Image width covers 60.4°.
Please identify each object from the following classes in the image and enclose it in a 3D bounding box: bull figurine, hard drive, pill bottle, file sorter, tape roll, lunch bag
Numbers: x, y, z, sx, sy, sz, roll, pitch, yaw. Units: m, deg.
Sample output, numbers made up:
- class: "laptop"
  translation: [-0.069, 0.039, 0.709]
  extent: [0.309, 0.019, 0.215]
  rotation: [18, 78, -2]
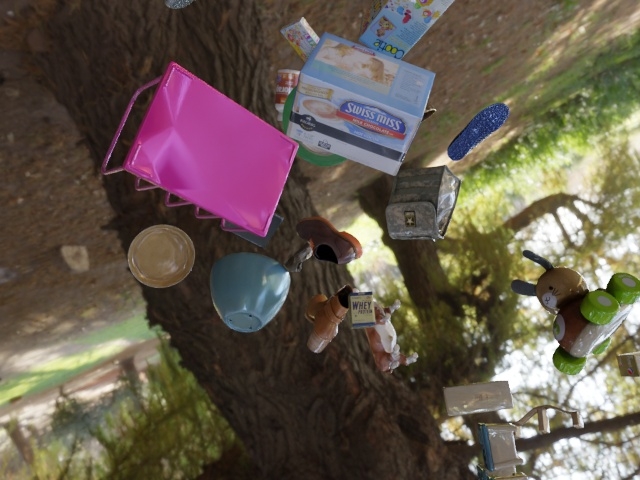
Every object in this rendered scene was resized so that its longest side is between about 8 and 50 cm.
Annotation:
- class: "bull figurine"
  translation: [0.201, 0.291, 1.829]
  extent: [0.101, 0.310, 0.188]
  rotation: [-20, 176, -30]
- class: "hard drive"
  translation: [-0.170, -0.048, 1.351]
  extent: [0.094, 0.135, 0.022]
  rotation: [-56, -149, 9]
- class: "pill bottle"
  translation: [-0.135, -0.629, 2.395]
  extent: [0.121, 0.216, 0.121]
  rotation: [5, -168, -1]
- class: "file sorter"
  translation: [-0.233, -0.156, 1.054]
  extent: [0.291, 0.202, 0.182]
  rotation: [28, 164, -36]
- class: "tape roll"
  translation: [0.018, -0.434, 1.999]
  extent: [0.321, 0.321, 0.077]
  rotation: [-28, -173, 33]
- class: "lunch bag"
  translation: [0.398, -0.137, 2.181]
  extent: [0.235, 0.287, 0.169]
  rotation: [0, 157, 43]

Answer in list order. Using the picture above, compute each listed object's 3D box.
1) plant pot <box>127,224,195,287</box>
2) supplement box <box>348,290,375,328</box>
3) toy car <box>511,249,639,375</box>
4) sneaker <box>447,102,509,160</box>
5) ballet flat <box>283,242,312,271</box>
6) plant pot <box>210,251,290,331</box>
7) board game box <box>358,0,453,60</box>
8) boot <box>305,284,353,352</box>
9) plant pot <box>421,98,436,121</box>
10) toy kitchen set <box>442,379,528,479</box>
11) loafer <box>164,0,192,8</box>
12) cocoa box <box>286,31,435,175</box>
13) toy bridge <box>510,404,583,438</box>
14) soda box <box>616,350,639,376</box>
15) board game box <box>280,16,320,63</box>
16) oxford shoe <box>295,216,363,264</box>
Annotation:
- class: "plant pot"
  translation: [-0.579, 0.055, 2.003]
  extent: [0.236, 0.236, 0.032]
  rotation: [-24, -158, -17]
- class: "supplement box"
  translation: [0.100, 0.171, 1.347]
  extent: [0.056, 0.083, 0.083]
  rotation: [-4, 167, -1]
- class: "toy car"
  translation: [0.409, 0.099, 0.936]
  extent: [0.149, 0.188, 0.155]
  rotation: [-23, 138, -31]
- class: "sneaker"
  translation: [0.492, -0.347, 1.738]
  extent: [0.232, 0.081, 0.090]
  rotation: [-42, -175, 20]
- class: "ballet flat"
  translation: [-0.066, 0.063, 1.898]
  extent: [0.084, 0.058, 0.250]
  rotation: [-43, 180, -28]
- class: "plant pot"
  translation: [-0.260, 0.207, 1.948]
  extent: [0.290, 0.195, 0.290]
  rotation: [2, 139, 2]
- class: "board game box"
  translation: [0.248, -0.667, 1.557]
  extent: [0.275, 0.144, 0.142]
  rotation: [-41, -150, 44]
- class: "boot"
  translation: [0.031, 0.223, 1.888]
  extent: [0.220, 0.109, 0.283]
  rotation: [-59, -172, 28]
- class: "plant pot"
  translation: [0.233, -0.481, 1.816]
  extent: [0.215, 0.230, 0.215]
  rotation: [-26, 179, 0]
- class: "toy kitchen set"
  translation: [0.311, 0.385, 1.077]
  extent: [0.122, 0.207, 0.166]
  rotation: [-7, 165, 5]
- class: "loafer"
  translation: [-0.261, -0.614, 1.207]
  extent: [0.251, 0.087, 0.094]
  rotation: [-26, -174, 20]
- class: "cocoa box"
  translation: [0.113, -0.387, 1.557]
  extent: [0.228, 0.347, 0.231]
  rotation: [110, 2, -51]
- class: "toy bridge"
  translation: [0.542, 0.436, 1.336]
  extent: [0.026, 0.063, 0.188]
  rotation: [29, 141, -27]
- class: "soda box"
  translation: [0.876, 0.318, 1.447]
  extent: [0.181, 0.058, 0.061]
  rotation: [-4, 168, -18]
- class: "board game box"
  translation: [-0.054, -0.696, 1.921]
  extent: [0.103, 0.154, 0.026]
  rotation: [-5, -130, 46]
- class: "oxford shoe"
  translation: [0.000, 0.000, 1.637]
  extent: [0.098, 0.097, 0.271]
  rotation: [-29, -148, -31]
